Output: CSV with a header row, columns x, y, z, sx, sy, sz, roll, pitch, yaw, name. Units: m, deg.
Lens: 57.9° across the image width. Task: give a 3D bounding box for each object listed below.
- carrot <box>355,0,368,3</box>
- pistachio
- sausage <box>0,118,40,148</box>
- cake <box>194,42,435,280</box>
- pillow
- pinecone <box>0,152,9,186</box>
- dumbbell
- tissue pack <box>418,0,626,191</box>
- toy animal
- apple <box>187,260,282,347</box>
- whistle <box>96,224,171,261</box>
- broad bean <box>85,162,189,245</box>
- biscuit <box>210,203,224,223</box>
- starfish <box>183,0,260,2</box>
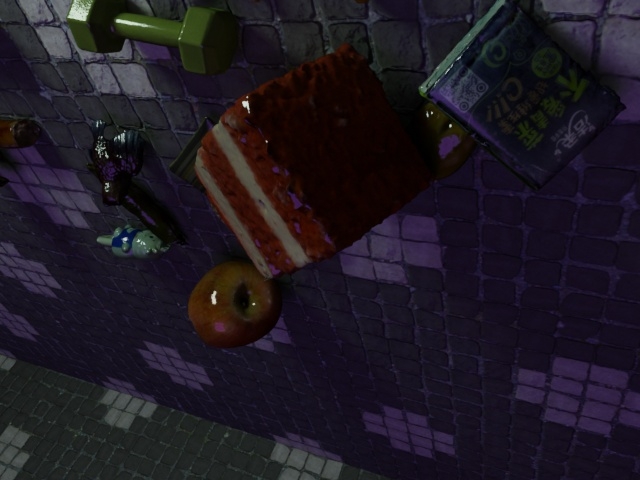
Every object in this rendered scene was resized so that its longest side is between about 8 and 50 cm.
x,y,z,sx,sy,sz,roll,pitch,yaw,name
0.033,-0.418,0.810,0.042,0.042,0.170,0,134,32,carrot
0.200,-0.163,0.959,0.100,0.110,0.189,-4,154,-31,pistachio
-0.861,-0.294,1.494,0.302,0.076,0.103,15,135,14,sausage
-0.026,-0.118,0.971,0.269,0.270,0.319,58,150,-5,cake
-0.207,-0.151,1.275,0.212,0.052,0.208,37,138,-16,pillow
-0.966,-0.209,1.589,0.179,0.150,0.195,-17,123,-3,pinecone
-0.297,-0.369,1.018,0.302,0.121,0.108,16,114,16,dumbbell
0.286,-0.206,0.835,0.235,0.073,0.173,36,114,-12,tissue pack
-0.486,-0.172,1.324,0.218,0.179,0.116,-10,155,40,toy animal
-0.234,0.179,1.542,0.242,0.242,0.241,36,150,-12,apple
-0.529,0.007,1.637,0.244,0.110,0.092,9,108,24,whistle
-0.467,-0.088,1.507,0.077,0.061,0.339,-4,135,52,broad bean
-0.147,-0.083,1.262,0.188,0.040,0.265,11,148,-6,biscuit
-0.189,-0.461,0.898,0.227,0.043,0.240,-13,126,40,starfish
